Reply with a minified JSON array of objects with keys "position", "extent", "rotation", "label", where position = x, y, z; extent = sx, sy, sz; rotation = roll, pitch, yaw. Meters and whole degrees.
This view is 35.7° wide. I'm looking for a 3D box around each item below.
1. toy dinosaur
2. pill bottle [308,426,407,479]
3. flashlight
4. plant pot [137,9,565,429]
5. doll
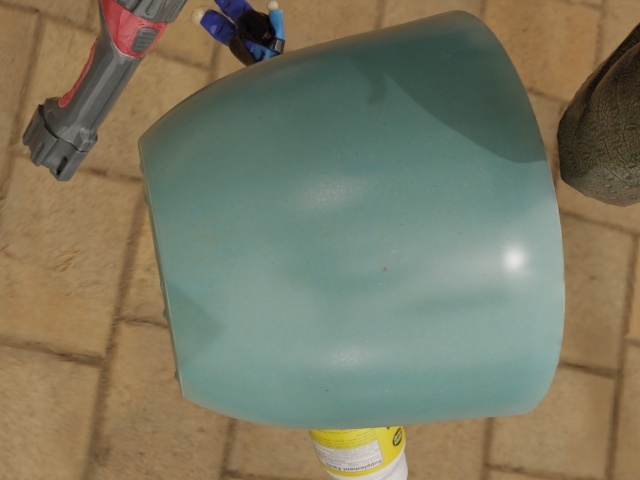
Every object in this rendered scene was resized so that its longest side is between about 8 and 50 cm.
[{"position":[0.178,-0.070,0.480],"extent":[0.160,0.313,0.121],"rotation":[-31,101,-13],"label":"toy dinosaur"},{"position":[0.041,0.225,1.253],"extent":[0.119,0.119,0.208],"rotation":[-32,125,-23],"label":"pill bottle"},{"position":[-0.274,-0.219,1.224],"extent":[0.103,0.304,0.103],"rotation":[34,32,-12],"label":"flashlight"},{"position":[0.000,0.000,0.704],"extent":[0.235,0.293,0.293],"rotation":[-10,89,-9],"label":"plant pot"},{"position":[-0.092,-0.258,1.287],"extent":[0.046,0.129,0.189],"rotation":[-14,47,-47],"label":"doll"}]
